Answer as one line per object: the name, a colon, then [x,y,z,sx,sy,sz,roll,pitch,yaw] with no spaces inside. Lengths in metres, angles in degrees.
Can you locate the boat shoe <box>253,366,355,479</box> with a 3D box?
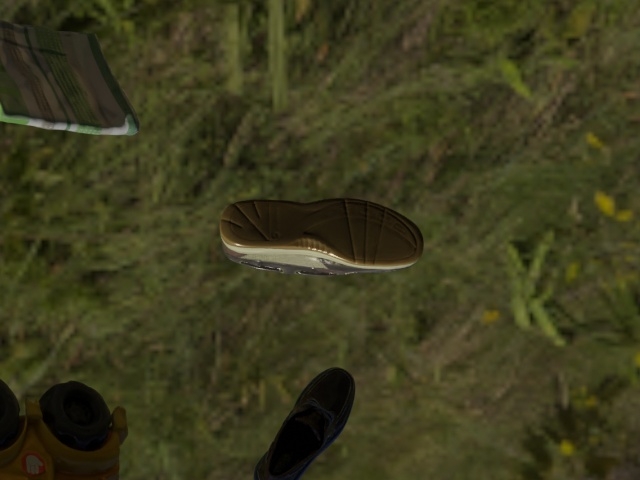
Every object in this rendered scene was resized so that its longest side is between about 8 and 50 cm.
boat shoe: [-0.010,0.222,1.706,0.066,0.183,0.066,31,155,3]

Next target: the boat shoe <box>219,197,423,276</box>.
boat shoe: [0.000,0.000,1.087,0.152,0.056,0.049,8,153,-3]

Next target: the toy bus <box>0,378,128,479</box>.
toy bus: [-0.263,0.233,1.217,0.220,0.211,0.149,10,134,-37]

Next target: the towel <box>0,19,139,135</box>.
towel: [-0.225,-0.138,1.199,0.023,0.113,0.152,-44,154,28]
